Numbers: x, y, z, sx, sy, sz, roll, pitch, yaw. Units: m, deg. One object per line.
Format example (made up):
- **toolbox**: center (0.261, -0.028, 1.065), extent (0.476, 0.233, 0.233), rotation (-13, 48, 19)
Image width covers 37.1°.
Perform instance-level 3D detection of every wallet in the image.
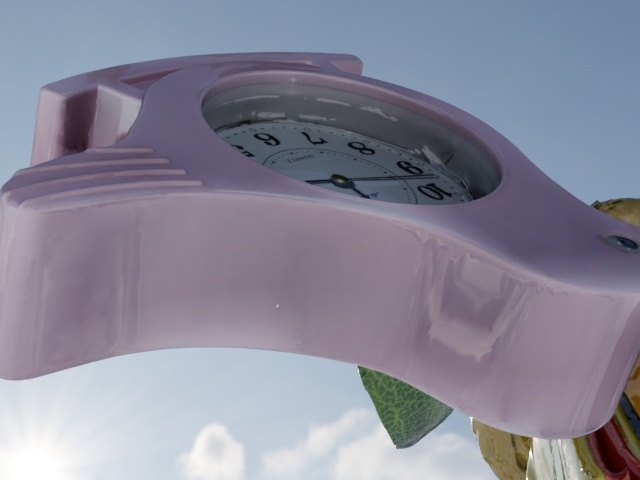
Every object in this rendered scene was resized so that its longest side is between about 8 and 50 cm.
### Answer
- **wallet**: center (0.187, 0.168, 0.653), extent (0.067, 0.241, 0.141), rotation (3, -76, 4)

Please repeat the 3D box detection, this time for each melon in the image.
- **melon**: center (0.152, 0.181, 1.634), extent (0.226, 0.331, 0.344), rotation (-14, -73, 40)

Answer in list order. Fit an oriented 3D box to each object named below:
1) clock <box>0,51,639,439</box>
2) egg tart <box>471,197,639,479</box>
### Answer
- **clock**: center (-0.008, -0.002, 0.438), extent (0.290, 0.275, 0.080), rotation (-15, -51, -42)
- **egg tart**: center (0.324, 0.117, 0.959), extent (0.387, 0.169, 0.388), rotation (-2, -68, -6)
